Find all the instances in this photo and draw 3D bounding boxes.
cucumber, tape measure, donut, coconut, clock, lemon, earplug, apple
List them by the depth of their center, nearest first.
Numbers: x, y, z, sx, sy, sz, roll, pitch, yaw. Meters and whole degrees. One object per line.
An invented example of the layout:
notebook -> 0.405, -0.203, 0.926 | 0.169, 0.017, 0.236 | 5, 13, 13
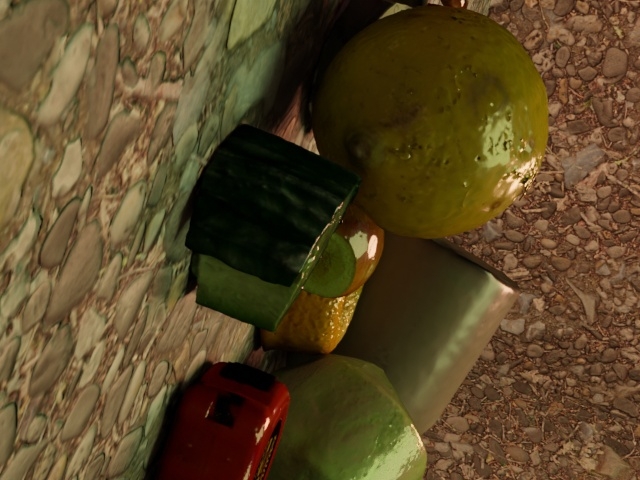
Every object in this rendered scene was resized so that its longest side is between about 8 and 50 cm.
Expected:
cucumber -> -0.053, -0.014, 0.999 | 0.191, 0.130, 0.191 | -60, 172, -14
lemon -> 0.121, -0.129, 1.109 | 0.310, 0.258, 0.258 | -25, 136, -60
tape measure -> -0.127, 0.274, 1.207 | 0.260, 0.114, 0.253 | -28, 137, -82
clock -> 0.069, -0.217, 1.284 | 0.226, 0.049, 0.226 | -45, 148, -37
apple -> 0.006, 0.002, 1.294 | 0.163, 0.146, 0.147 | -49, 162, -71
coconut -> 0.006, 0.311, 1.498 | 0.328, 0.281, 0.328 | -49, 168, -14
donut -> 0.009, 0.041, 1.511 | 0.303, 0.110, 0.303 | 19, 90, -81
earplug -> 0.120, 0.167, 1.746 | 0.394, 0.312, 0.312 | -60, 172, 5

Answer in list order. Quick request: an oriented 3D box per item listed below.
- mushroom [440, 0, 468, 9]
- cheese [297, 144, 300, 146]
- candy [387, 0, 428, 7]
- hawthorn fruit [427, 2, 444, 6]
mushroom -> 0.263, -0.497, 1.918 | 0.109, 0.085, 0.126 | -118, -154, -57
cheese -> -0.030, -0.096, 1.261 | 0.111, 0.017, 0.047 | -8, 121, -80
candy -> 0.091, -0.370, 1.052 | 0.265, 0.115, 0.155 | 70, 41, -76
hawthorn fruit -> 0.157, -0.284, 1.487 | 0.172, 0.148, 0.148 | -32, -175, 21
